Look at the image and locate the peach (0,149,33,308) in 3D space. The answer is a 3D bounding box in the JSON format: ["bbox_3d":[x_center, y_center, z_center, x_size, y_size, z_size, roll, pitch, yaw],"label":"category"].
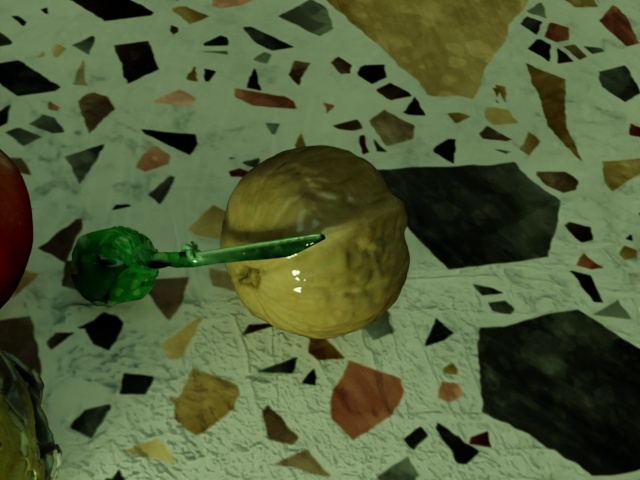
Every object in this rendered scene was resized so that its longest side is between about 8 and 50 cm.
[{"bbox_3d":[-0.419,-0.011,1.177,0.244,0.199,0.243,6,52,-7],"label":"peach"}]

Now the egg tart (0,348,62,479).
[{"bbox_3d":[-0.379,0.196,1.037,0.291,0.107,0.290,5,68,-13],"label":"egg tart"}]

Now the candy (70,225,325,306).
[{"bbox_3d":[-0.134,0.017,1.213,0.324,0.097,0.097,-6,40,29],"label":"candy"}]

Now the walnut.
[{"bbox_3d":[0.000,0.000,1.286,0.228,0.228,0.228,8,49,-9],"label":"walnut"}]
